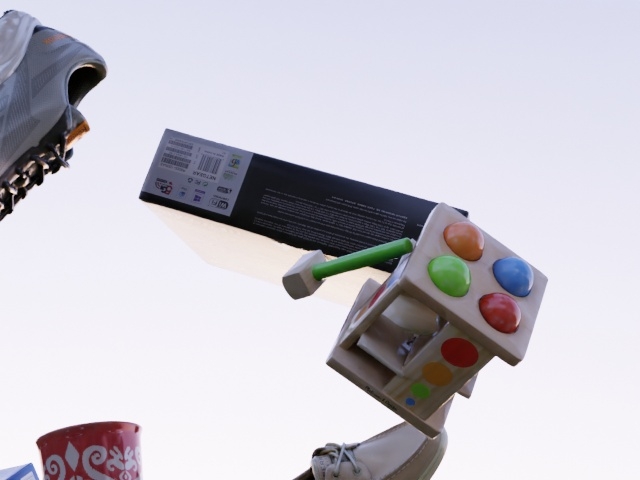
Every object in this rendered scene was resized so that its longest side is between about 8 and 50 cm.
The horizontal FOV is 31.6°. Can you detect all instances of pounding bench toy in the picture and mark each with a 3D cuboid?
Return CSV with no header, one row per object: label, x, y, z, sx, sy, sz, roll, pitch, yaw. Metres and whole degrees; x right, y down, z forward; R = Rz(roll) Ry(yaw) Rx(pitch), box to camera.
pounding bench toy,0.034,0.019,0.428,0.083,0.052,0.065,35,-50,-4

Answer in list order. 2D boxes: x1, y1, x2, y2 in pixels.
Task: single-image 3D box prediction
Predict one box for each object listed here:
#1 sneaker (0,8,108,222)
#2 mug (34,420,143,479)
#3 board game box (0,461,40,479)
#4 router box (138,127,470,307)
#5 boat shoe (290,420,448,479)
sneaker,-0.260,-0.075,0.942,0.108,0.271,0.100,18,-29,-2
mug,-0.223,0.289,1.196,0.113,0.169,0.150,-23,-25,27
board game box,-0.212,0.255,0.755,0.136,0.035,0.201,-18,-83,30
router box,0.000,0.000,1.150,0.309,0.081,0.243,16,-12,15
boat shoe,0.027,0.316,1.466,0.302,0.109,0.098,-35,-64,5
